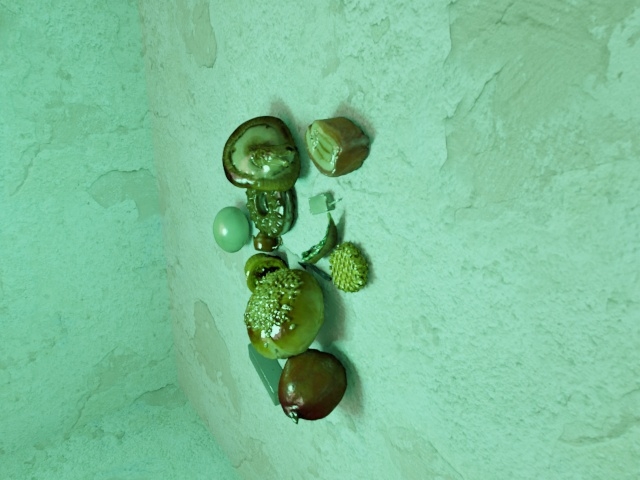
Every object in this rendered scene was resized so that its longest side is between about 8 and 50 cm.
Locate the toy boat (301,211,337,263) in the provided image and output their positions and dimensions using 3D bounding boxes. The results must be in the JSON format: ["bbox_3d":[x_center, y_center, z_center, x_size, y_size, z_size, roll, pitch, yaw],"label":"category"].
[{"bbox_3d":[0.010,0.006,1.782,0.099,0.108,0.293,39,138,3],"label":"toy boat"}]

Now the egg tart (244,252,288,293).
[{"bbox_3d":[-0.269,0.151,2.140,0.171,0.215,0.215,35,129,56],"label":"egg tart"}]

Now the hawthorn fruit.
[{"bbox_3d":[-0.043,0.609,1.905,0.295,0.311,0.295,48,164,19],"label":"hawthorn fruit"}]

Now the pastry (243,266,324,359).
[{"bbox_3d":[-0.165,0.302,1.909,0.409,0.245,0.410,-29,46,35],"label":"pastry"}]

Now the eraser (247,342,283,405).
[{"bbox_3d":[-0.273,0.700,2.414,0.353,0.111,0.077,55,142,25],"label":"eraser"}]

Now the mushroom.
[{"bbox_3d":[-0.233,-0.354,1.818,0.259,0.345,0.346,69,178,-78],"label":"mushroom"}]

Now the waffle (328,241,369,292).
[{"bbox_3d":[0.106,0.103,1.716,0.193,0.070,0.197,-46,63,51],"label":"waffle"}]

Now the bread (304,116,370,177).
[{"bbox_3d":[0.045,-0.339,1.588,0.244,0.122,0.190,49,139,33],"label":"bread"}]

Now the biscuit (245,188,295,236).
[{"bbox_3d":[-0.233,-0.175,2.046,0.332,0.103,0.332,25,122,47],"label":"biscuit"}]

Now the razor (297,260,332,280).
[{"bbox_3d":[-0.018,0.128,1.925,0.190,0.033,0.066,25,166,44],"label":"razor"}]

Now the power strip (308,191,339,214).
[{"bbox_3d":[0.016,-0.147,1.766,0.175,0.042,0.075,-8,96,53],"label":"power strip"}]

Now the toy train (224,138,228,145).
[{"bbox_3d":[-0.375,-0.412,2.150,0.203,0.112,0.163,12,106,51],"label":"toy train"}]

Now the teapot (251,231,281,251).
[{"bbox_3d":[-0.261,-0.003,2.156,0.173,0.116,0.116,1,105,26],"label":"teapot"}]

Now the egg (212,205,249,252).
[{"bbox_3d":[-0.462,-0.055,2.327,0.186,0.186,0.253,30,125,45],"label":"egg"}]
